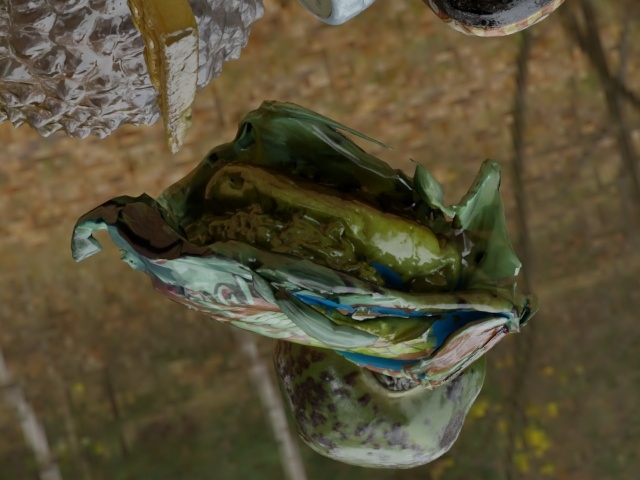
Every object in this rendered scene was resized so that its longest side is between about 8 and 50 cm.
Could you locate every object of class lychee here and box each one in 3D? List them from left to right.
[{"bbox_3d":[-0.229,-0.268,1.729,0.432,0.380,0.380,-16,174,36],"label":"lychee"}]

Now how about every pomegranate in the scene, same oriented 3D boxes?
[{"bbox_3d":[0.066,0.133,2.113,0.254,0.254,0.270,-13,-176,-9],"label":"pomegranate"}]

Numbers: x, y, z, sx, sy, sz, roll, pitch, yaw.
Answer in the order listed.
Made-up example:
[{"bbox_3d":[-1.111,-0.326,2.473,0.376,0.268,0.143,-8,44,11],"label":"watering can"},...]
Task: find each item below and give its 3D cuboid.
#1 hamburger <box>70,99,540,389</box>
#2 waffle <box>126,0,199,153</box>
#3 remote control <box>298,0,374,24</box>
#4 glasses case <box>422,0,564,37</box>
[{"bbox_3d":[0.003,-0.005,1.222,0.261,0.150,0.276,13,173,31],"label":"hamburger"},{"bbox_3d":[-0.120,-0.149,1.329,0.032,0.125,0.191,-24,166,-13],"label":"waffle"},{"bbox_3d":[-0.047,-0.204,0.905,0.047,0.244,0.087,-35,164,-8],"label":"remote control"},{"bbox_3d":[0.081,-0.288,1.525,0.122,0.321,0.082,-30,152,-13],"label":"glasses case"}]
